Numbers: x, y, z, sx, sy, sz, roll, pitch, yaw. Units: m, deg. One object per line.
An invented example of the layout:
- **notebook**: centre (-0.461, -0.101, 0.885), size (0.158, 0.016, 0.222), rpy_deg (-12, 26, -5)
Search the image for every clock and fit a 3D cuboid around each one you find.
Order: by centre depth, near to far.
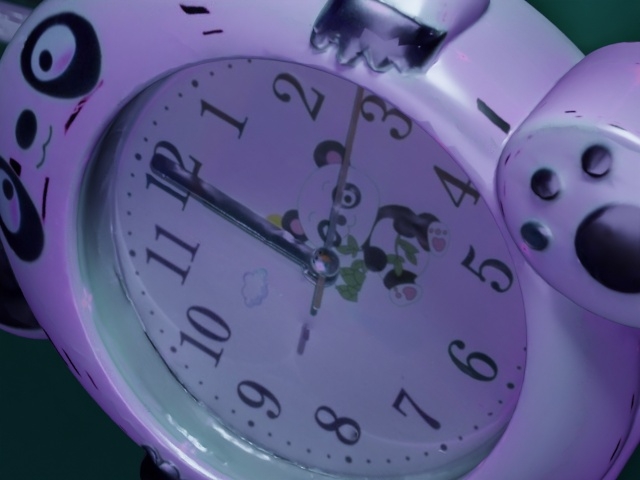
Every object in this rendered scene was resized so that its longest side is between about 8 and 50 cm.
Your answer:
- **clock**: centre (0.000, 0.000, 0.602), size (0.248, 0.090, 0.227), rpy_deg (32, 124, 12)
